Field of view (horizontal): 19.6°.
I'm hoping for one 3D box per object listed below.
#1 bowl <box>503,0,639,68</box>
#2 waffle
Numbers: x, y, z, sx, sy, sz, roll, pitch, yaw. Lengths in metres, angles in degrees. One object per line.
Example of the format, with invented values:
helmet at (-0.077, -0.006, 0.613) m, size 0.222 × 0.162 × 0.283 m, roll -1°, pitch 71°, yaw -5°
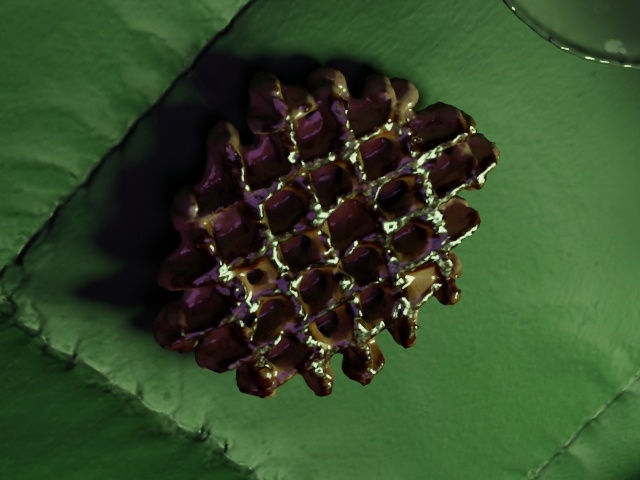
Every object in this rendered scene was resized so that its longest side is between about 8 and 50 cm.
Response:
bowl at (0.189, -0.278, 1.027) m, size 0.337 × 0.157 × 0.337 m, roll -14°, pitch 126°, yaw -20°
waffle at (0.000, 0.000, 1.188) m, size 0.221 × 0.055 × 0.234 m, roll 11°, pitch 111°, yaw -32°
